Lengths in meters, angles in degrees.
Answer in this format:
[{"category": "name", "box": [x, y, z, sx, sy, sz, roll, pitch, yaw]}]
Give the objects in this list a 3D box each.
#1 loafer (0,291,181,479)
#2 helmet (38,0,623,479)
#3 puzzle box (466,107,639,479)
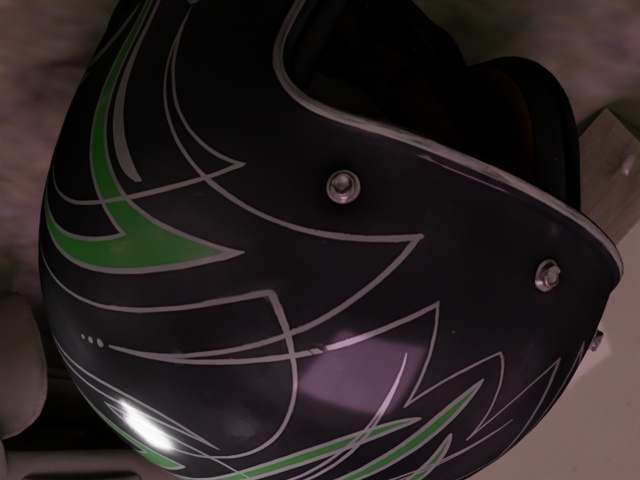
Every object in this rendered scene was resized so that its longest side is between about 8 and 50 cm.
[{"category": "loafer", "box": [-0.140, 0.066, 0.704, 0.319, 0.112, 0.111, 17, 102, -32]}, {"category": "helmet", "box": [0.000, 0.000, 0.561, 0.169, 0.161, 0.169, -3, 145, -2]}, {"category": "puzzle box", "box": [0.072, 0.166, 0.763, 0.272, 0.052, 0.409, 28, 109, -38]}]
